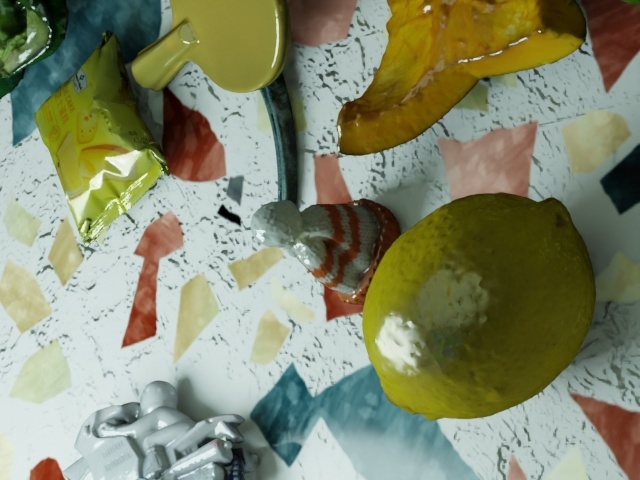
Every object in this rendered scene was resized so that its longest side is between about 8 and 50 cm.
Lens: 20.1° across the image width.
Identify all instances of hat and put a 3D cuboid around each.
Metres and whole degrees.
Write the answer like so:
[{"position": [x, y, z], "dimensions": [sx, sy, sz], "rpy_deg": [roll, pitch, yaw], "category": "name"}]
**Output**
[{"position": [0.000, 0.000, 1.861], "dimensions": [0.093, 0.162, 0.112], "rpy_deg": [14, 88, 43], "category": "hat"}]

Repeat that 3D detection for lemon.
[{"position": [0.148, 0.064, 1.702], "dimensions": [0.260, 0.204, 0.204], "rpy_deg": [-49, 56, 23], "category": "lemon"}]

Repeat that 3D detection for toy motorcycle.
[{"position": [-0.188, 0.238, 2.022], "dimensions": [0.260, 0.110, 0.171], "rpy_deg": [-12, 64, 33], "category": "toy motorcycle"}]

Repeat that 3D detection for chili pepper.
[{"position": [-0.405, -0.252, 2.282], "dimensions": [0.264, 0.116, 0.148], "rpy_deg": [-38, 73, 30], "category": "chili pepper"}]

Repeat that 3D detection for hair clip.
[{"position": [-0.054, -0.137, 2.007], "dimensions": [0.070, 0.039, 0.229], "rpy_deg": [-26, 68, 37], "category": "hair clip"}]

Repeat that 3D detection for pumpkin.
[{"position": [0.136, -0.244, 1.825], "dimensions": [0.290, 0.095, 0.258], "rpy_deg": [-25, 57, 35], "category": "pumpkin"}]

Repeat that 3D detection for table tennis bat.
[{"position": [-0.131, -0.241, 2.008], "dimensions": [0.321, 0.050, 0.198], "rpy_deg": [-30, 86, 57], "category": "table tennis bat"}]

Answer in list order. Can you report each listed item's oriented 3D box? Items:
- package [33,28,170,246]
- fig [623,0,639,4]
[{"position": [-0.262, -0.121, 2.142], "dimensions": [0.168, 0.090, 0.226], "rpy_deg": [-44, 57, 25], "category": "package"}, {"position": [0.349, -0.302, 1.619], "dimensions": [0.235, 0.203, 0.203], "rpy_deg": [15, 93, 19], "category": "fig"}]
